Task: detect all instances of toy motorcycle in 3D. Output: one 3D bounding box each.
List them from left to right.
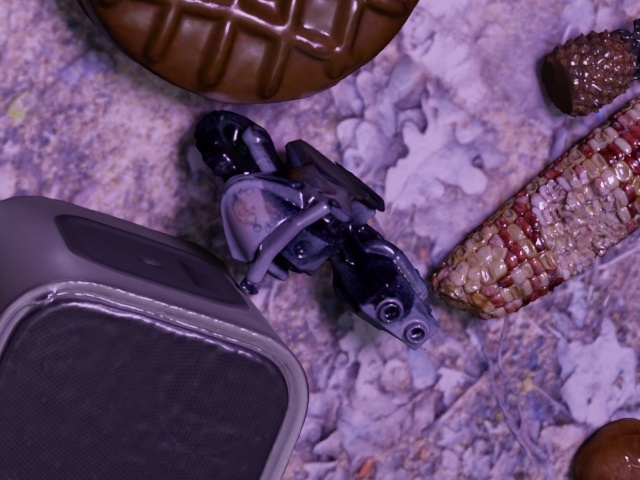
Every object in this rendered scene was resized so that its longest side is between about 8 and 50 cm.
[{"bbox_3d":[0.000,0.000,1.337,0.270,0.159,0.106,40,108,-21],"label":"toy motorcycle"}]

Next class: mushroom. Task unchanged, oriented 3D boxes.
[{"bbox_3d":[0.312,0.215,1.539,0.130,0.073,0.088,4,74,-20],"label":"mushroom"}]

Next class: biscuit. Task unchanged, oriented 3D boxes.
[{"bbox_3d":[-0.054,-0.270,1.272,0.332,0.103,0.332,-5,106,-17],"label":"biscuit"}]

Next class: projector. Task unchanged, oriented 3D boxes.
[{"bbox_3d":[-0.178,0.126,1.266,0.248,0.249,0.248,19,100,-21],"label":"projector"}]

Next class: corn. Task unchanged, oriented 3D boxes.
[{"bbox_3d":[0.226,-0.028,1.430,0.290,0.098,0.098,-37,112,-4],"label":"corn"}]

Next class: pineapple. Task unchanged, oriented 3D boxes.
[{"bbox_3d":[0.276,-0.166,1.424,0.159,0.074,0.074,-24,111,-15],"label":"pineapple"}]
